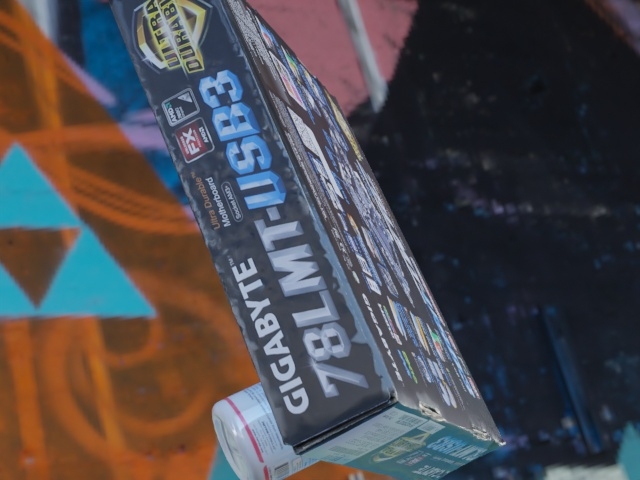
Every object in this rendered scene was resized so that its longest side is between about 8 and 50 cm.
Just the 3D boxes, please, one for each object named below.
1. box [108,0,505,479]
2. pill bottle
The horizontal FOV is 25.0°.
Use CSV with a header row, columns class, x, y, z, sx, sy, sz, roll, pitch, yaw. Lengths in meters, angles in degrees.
class,x,y,z,sx,sy,sz,roll,pitch,yaw
box,0.000,0.000,0.903,0.073,0.295,0.293,-27,-18,9
pill bottle,-0.010,0.154,1.296,0.160,0.087,0.087,-23,-27,-17
